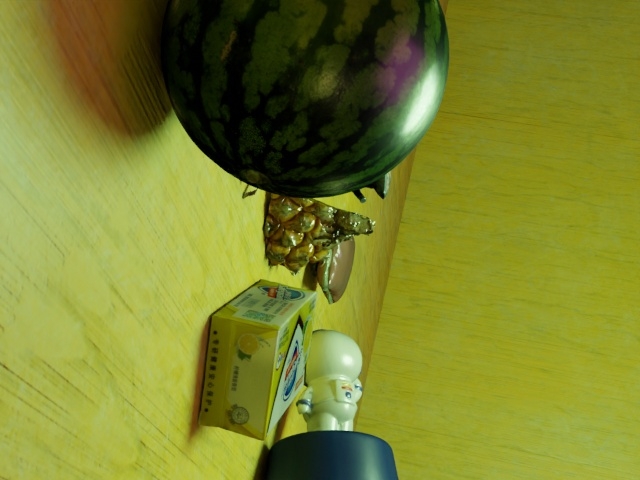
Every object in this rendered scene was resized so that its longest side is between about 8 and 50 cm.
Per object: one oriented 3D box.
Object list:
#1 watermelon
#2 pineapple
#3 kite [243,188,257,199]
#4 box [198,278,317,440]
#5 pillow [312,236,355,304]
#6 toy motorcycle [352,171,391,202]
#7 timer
[{"bbox_3d":[-0.016,-0.182,0.898,0.285,0.285,0.285,10,90,-80],"label":"watermelon"},{"bbox_3d":[0.001,0.000,1.512,0.250,0.164,0.140,2,105,-83],"label":"pineapple"},{"bbox_3d":[-0.052,-0.151,1.342,0.141,0.015,0.245,-55,-175,44],"label":"kite"},{"bbox_3d":[-0.085,0.166,1.350,0.265,0.097,0.168,-31,129,-77],"label":"box"},{"bbox_3d":[0.026,0.036,1.892,0.179,0.075,0.171,63,38,-74],"label":"pillow"},{"bbox_3d":[0.085,-0.181,1.744,0.307,0.173,0.108,-70,167,-50],"label":"toy motorcycle"},{"bbox_3d":[0.020,0.357,1.808,0.270,0.270,0.384,83,6,-59],"label":"timer"}]
